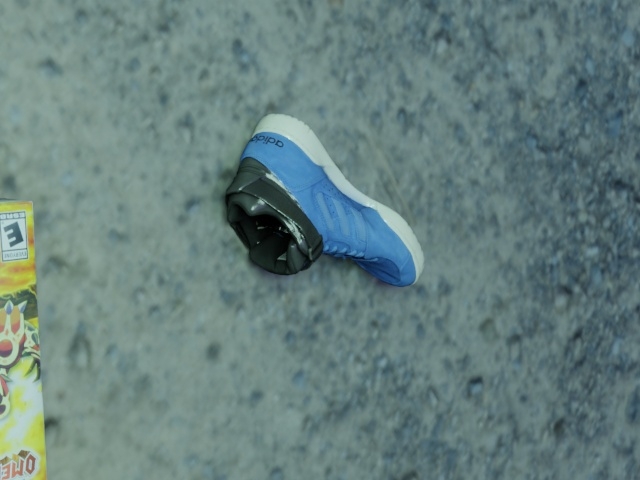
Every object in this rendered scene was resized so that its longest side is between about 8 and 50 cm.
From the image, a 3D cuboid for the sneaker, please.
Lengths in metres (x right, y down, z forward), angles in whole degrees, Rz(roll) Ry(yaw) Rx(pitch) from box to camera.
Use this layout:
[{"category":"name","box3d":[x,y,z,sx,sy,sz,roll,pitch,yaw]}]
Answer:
[{"category":"sneaker","box3d":[-0.001,0.000,1.083,0.152,0.058,0.084,47,55,-30]}]

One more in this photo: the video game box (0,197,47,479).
[{"category":"video game box","box3d":[-0.234,0.077,0.870,0.205,0.048,0.187,-7,99,-44]}]
